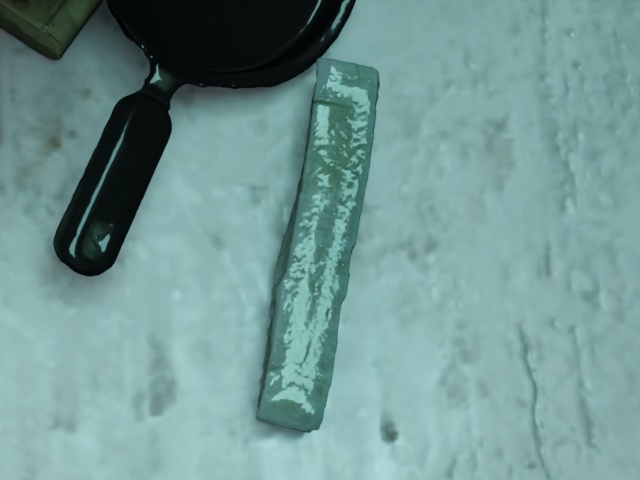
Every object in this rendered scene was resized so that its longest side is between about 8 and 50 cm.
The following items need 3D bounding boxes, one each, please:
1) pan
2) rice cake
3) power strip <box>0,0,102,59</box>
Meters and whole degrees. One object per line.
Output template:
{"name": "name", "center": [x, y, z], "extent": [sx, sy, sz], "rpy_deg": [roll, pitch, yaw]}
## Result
{"name": "pan", "center": [-0.062, -0.091, 0.713], "extent": [0.136, 0.028, 0.235], "rpy_deg": [32, 71, -25]}
{"name": "rice cake", "center": [-0.001, 0.000, 0.722], "extent": [0.033, 0.029, 0.171], "rpy_deg": [12, 75, -5]}
{"name": "power strip", "center": [-0.105, -0.178, 0.742], "extent": [0.092, 0.034, 0.268], "rpy_deg": [34, 72, -2]}
